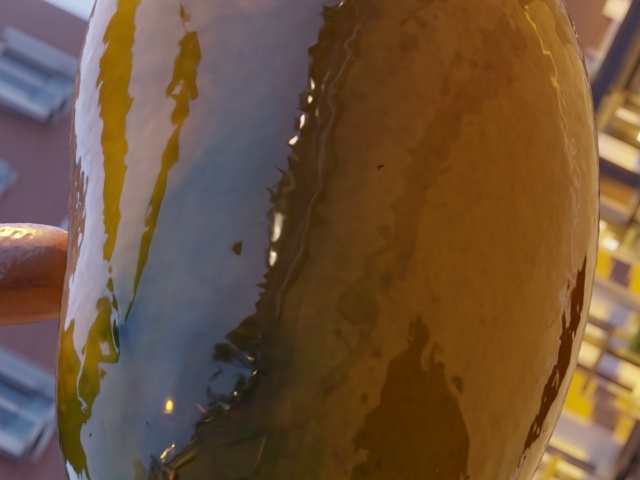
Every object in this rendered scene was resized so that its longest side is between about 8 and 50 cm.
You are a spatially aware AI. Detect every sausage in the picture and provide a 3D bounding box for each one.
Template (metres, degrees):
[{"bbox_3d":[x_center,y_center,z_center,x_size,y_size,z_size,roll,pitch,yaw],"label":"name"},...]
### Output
[{"bbox_3d":[-0.260,0.026,1.356,0.076,0.197,0.076,179,90,-86],"label":"sausage"}]

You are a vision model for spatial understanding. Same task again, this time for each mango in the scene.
[{"bbox_3d":[0.005,0.000,0.566,0.139,0.175,0.254,-18,54,40],"label":"mango"}]
